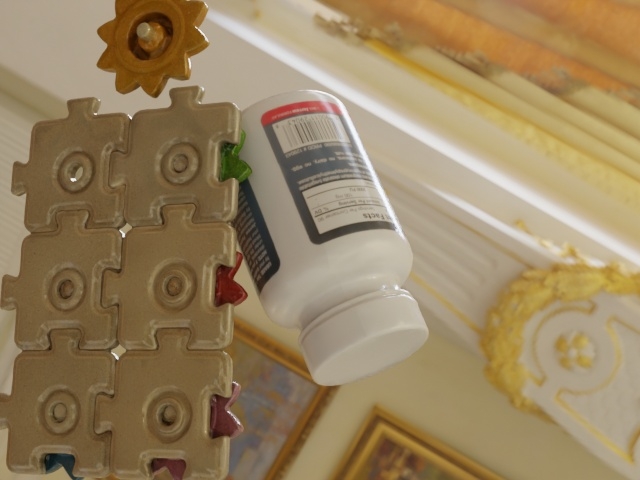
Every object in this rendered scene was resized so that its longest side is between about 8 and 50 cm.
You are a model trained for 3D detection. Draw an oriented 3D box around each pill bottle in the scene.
[{"bbox_3d":[0.000,0.000,0.689,0.107,0.180,0.108,-19,156,-9],"label":"pill bottle"}]

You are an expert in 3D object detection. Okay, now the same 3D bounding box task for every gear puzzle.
[{"bbox_3d":[-0.124,-0.012,0.681,0.044,0.175,0.339,27,62,-66],"label":"gear puzzle"}]
